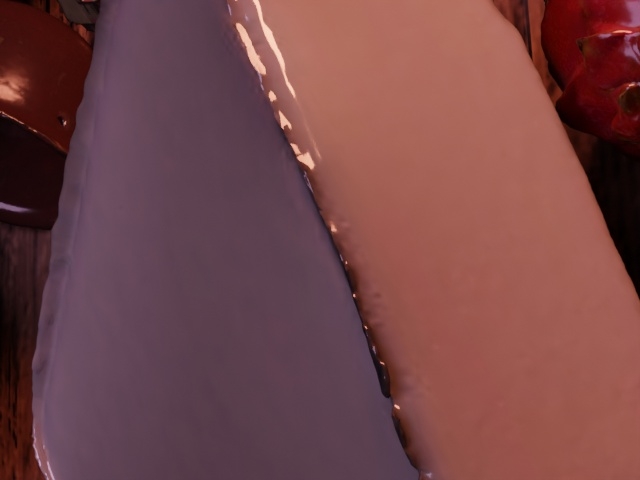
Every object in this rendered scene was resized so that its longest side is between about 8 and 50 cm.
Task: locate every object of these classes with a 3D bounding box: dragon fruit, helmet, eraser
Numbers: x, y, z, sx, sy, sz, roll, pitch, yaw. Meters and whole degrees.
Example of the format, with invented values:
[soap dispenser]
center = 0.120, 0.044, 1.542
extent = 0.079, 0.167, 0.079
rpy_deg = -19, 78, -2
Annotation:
[dragon fruit]
center = 0.157, -0.098, 0.736
extent = 0.136, 0.133, 0.166
rpy_deg = -20, 47, 6
[helmet]
center = -0.177, -0.084, 0.995
extent = 0.175, 0.155, 0.106
rpy_deg = 13, 67, 36
[eraser]
center = 0.000, 0.000, 0.742
extent = 0.331, 0.150, 0.331
rpy_deg = 21, 116, 50

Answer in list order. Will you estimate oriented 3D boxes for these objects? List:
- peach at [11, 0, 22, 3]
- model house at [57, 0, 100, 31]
[peach]
center = -0.248, -0.235, 1.037
extent = 0.232, 0.256, 0.232
rpy_deg = -15, 38, 12
[model house]
center = -0.106, -0.141, 0.995
extent = 0.083, 0.057, 0.058
rpy_deg = 7, 45, 41
